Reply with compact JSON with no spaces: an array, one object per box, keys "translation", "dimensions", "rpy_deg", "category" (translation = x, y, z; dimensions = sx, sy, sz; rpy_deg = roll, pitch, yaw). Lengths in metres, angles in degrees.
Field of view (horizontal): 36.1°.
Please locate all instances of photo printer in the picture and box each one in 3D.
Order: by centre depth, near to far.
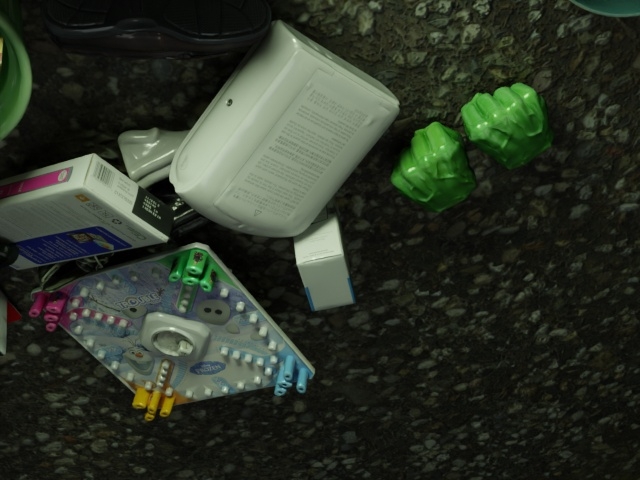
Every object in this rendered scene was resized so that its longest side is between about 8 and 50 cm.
[{"translation":[-0.060,-0.145,1.466],"dimensions":[0.256,0.107,0.307],"rpy_deg":[21,114,-44],"category":"photo printer"}]

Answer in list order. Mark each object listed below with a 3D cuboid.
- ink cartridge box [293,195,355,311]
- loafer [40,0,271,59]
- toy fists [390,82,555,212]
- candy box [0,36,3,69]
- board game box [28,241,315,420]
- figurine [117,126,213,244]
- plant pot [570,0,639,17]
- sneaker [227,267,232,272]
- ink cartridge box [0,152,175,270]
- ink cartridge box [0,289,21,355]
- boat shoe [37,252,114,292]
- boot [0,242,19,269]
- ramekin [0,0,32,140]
[{"translation":[0.000,0.000,1.648],"dimensions":[0.082,0.191,0.140],"rpy_deg":[-13,140,2],"category":"ink cartridge box"},{"translation":[-0.219,-0.295,1.334],"dimensions":[0.302,0.109,0.095],"rpy_deg":[0,158,-6],"category":"loafer"},{"translation":[0.242,-0.157,1.609],"dimensions":[0.279,0.096,0.142],"rpy_deg":[-30,147,17],"category":"toy fists"},{"translation":[-0.454,-0.171,1.202],"dimensions":[0.109,0.053,0.187],"rpy_deg":[6,138,-21],"category":"candy box"},{"translation":[-0.268,0.185,1.778],"dimensions":[0.389,0.050,0.390],"rpy_deg":[-15,133,27],"category":"board game box"},{"translation":[-0.186,-0.116,1.557],"dimensions":[0.209,0.092,0.215],"rpy_deg":[-22,139,-1],"category":"figurine"},{"translation":[0.389,-0.455,1.219],"dimensions":[0.290,0.195,0.290],"rpy_deg":[-8,140,-7],"category":"plant pot"},{"translation":[-0.248,0.133,1.827],"dimensions":[0.161,0.102,0.282],"rpy_deg":[7,138,-2],"category":"sneaker"},{"translation":[-0.420,-0.034,1.537],"dimensions":[0.370,0.069,0.175],"rpy_deg":[-12,146,34],"category":"ink cartridge box"},{"translation":[-0.705,0.149,1.669],"dimensions":[0.309,0.130,0.272],"rpy_deg":[-15,143,6],"category":"ink cartridge box"},{"translation":[-0.387,0.022,1.662],"dimensions":[0.219,0.070,0.078],"rpy_deg":[-31,137,20],"category":"boat shoe"},{"translation":[-0.553,0.017,1.574],"dimensions":[0.121,0.045,0.099],"rpy_deg":[-23,141,38],"category":"boot"},{"translation":[-0.521,-0.254,1.244],"dimensions":[0.303,0.148,0.303],"rpy_deg":[-7,140,-6],"category":"ramekin"}]
